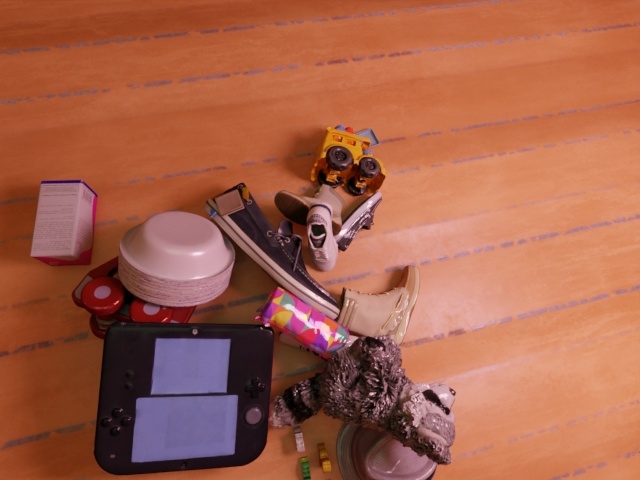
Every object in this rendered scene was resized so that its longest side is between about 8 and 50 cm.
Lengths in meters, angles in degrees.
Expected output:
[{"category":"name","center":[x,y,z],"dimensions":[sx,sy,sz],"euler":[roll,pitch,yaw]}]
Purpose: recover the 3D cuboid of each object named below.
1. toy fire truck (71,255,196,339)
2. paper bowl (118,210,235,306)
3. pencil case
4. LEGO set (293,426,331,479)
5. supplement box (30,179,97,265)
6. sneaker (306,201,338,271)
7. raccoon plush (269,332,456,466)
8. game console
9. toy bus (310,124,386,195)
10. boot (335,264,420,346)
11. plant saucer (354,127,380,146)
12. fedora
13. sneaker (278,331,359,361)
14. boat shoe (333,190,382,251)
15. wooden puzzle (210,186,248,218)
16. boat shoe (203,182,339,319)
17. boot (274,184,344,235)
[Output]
[{"category":"toy fire truck","center":[-0.473,0.141,1.113],"dimensions":[0.302,0.169,0.253],"euler":[20,47,0]},{"category":"paper bowl","center":[-0.367,0.029,1.075],"dimensions":[0.285,0.148,0.284],"euler":[15,30,-9]},{"category":"pencil case","center":[-0.046,0.212,1.040],"dimensions":[0.236,0.104,0.104],"euler":[30,71,-11]},{"category":"LEGO set","center":[-0.007,0.587,1.035],"dimensions":[0.087,0.093,0.227],"euler":[-9,73,-9]},{"category":"supplement box","center":[-0.711,-0.047,1.157],"dimensions":[0.114,0.111,0.219],"euler":[-3,72,-7]},{"category":"sneaker","center":[-0.002,0.009,1.160],"dimensions":[0.090,0.235,0.094],"euler":[-4,39,9]},{"category":"raccoon plush","center":[0.107,0.442,0.991],"dimensions":[0.446,0.216,0.299],"euler":[-41,49,16]},{"category":"game console","center":[-0.310,0.367,0.979],"dimensions":[0.387,0.060,0.341],"euler":[5,92,-17]},{"category":"toy bus","center":[0.094,-0.268,1.299],"dimensions":[0.221,0.149,0.211],"euler":[14,64,-8]},{"category":"boot","center":[0.164,0.162,1.190],"dimensions":[0.204,0.095,0.261],"euler":[21,69,2]},{"category":"plant saucer","center":[0.100,-0.317,1.383],"dimensions":[0.192,0.018,0.067],"euler":[-22,75,-13]},{"category":"fedora","center":[0.185,0.545,1.053],"dimensions":[0.276,0.124,0.243],"euler":[-5,72,-8]},{"category":"sneaker","center":[0.001,0.289,1.134],"dimensions":[0.238,0.085,0.086],"euler":[11,49,-4]},{"category":"boat shoe","center":[0.124,-0.056,1.272],"dimensions":[0.076,0.080,0.228],"euler":[46,70,-7]},{"category":"wooden puzzle","center":[-0.247,-0.102,1.129],"dimensions":[0.117,0.014,0.078],"euler":[-17,61,-1]},{"category":"boat shoe","center":[-0.118,0.022,1.164],"dimensions":[0.156,0.187,0.500],"euler":[-43,76,-11]},{"category":"boot","center":[-0.027,-0.116,1.233],"dimensions":[0.213,0.077,0.165],"euler":[26,39,-12]}]
